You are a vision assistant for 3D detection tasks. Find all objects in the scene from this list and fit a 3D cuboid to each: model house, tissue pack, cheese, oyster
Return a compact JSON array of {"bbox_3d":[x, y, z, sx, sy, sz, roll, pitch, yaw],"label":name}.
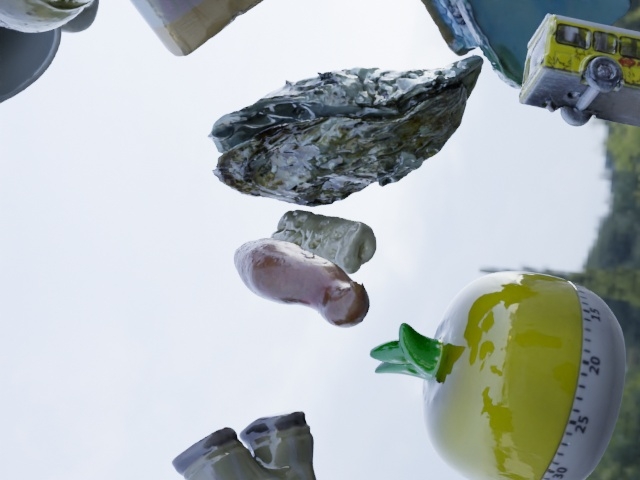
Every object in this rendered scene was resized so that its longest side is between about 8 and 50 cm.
[{"bbox_3d":[0.186,-0.328,1.506,0.226,0.241,0.261,-39,-69,-22],"label":"model house"},{"bbox_3d":[-0.149,-0.332,1.344,0.222,0.186,0.090,55,-177,-40],"label":"tissue pack"},{"bbox_3d":[0.000,0.000,1.435,0.043,0.194,0.065,43,-102,-26],"label":"cheese"},{"bbox_3d":[0.036,-0.137,1.493,0.162,0.351,0.158,23,-132,-73],"label":"oyster"}]

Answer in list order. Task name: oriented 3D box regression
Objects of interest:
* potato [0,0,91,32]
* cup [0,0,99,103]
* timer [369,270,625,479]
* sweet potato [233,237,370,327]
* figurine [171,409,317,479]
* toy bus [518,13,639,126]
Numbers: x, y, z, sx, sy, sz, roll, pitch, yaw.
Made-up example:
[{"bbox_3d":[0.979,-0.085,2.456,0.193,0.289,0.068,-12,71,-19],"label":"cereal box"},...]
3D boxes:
[{"bbox_3d":[-0.274,-0.269,1.108,0.143,0.248,0.169,-37,-70,-25],"label":"potato"},{"bbox_3d":[-0.447,-0.339,1.618,0.257,0.301,0.227,64,147,26],"label":"cup"},{"bbox_3d":[0.190,0.154,1.446,0.285,0.285,0.285,6,-90,-72],"label":"timer"},{"bbox_3d":[-0.024,0.031,1.012,0.058,0.202,0.055,-29,-61,-26],"label":"sweet potato"},{"bbox_3d":[0.017,0.323,1.063,0.248,0.203,0.380,-4,-124,-55],"label":"figurine"},{"bbox_3d":[0.298,-0.140,1.116,0.081,0.226,0.074,112,167,-68],"label":"toy bus"}]
